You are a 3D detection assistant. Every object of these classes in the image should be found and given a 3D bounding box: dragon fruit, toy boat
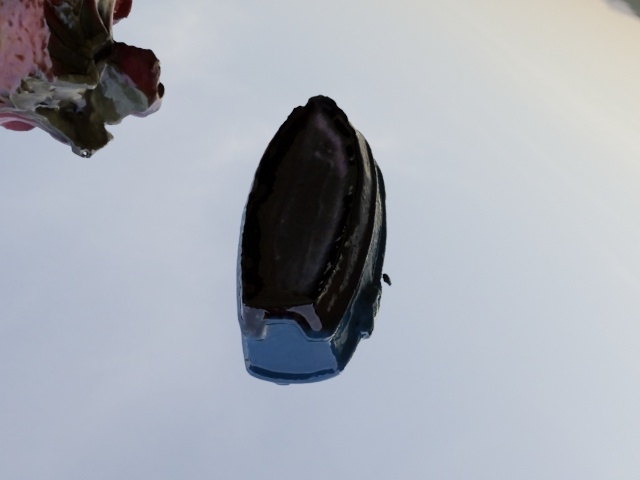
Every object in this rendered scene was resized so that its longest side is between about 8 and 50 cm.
[{"bbox_3d":[-0.183,-0.141,0.686,0.134,0.262,0.211,13,-146,-52],"label":"dragon fruit"},{"bbox_3d":[0.000,0.000,0.680,0.100,0.097,0.223,-4,-134,13],"label":"toy boat"}]
